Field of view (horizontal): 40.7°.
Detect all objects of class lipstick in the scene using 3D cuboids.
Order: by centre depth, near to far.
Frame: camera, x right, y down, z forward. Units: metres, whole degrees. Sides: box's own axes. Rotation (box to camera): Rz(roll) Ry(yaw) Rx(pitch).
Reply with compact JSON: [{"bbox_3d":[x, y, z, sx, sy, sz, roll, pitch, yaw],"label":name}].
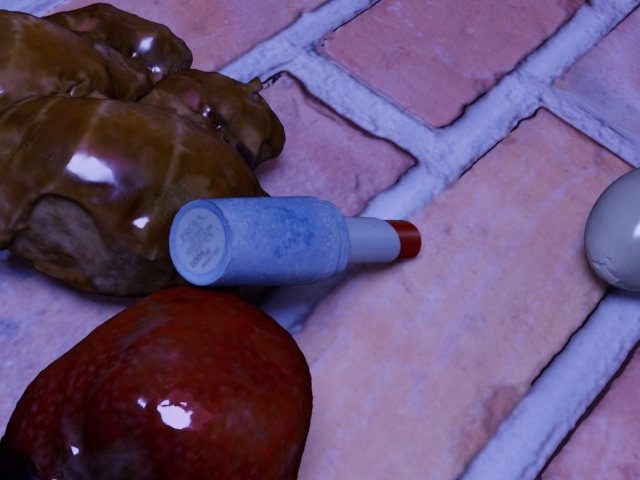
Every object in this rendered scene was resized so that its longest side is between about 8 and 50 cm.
[{"bbox_3d":[0.000,0.000,0.679,0.274,0.061,0.068,-1,75,-54],"label":"lipstick"}]

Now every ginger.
[{"bbox_3d":[-0.173,-0.079,0.724,0.357,0.152,0.274,39,36,16],"label":"ginger"}]

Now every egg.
[{"bbox_3d":[0.308,-0.011,0.792,0.152,0.114,0.114,-32,66,-26],"label":"egg"}]

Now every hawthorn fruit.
[{"bbox_3d":[-0.089,0.123,0.581,0.190,0.189,0.251,30,34,10],"label":"hawthorn fruit"}]
